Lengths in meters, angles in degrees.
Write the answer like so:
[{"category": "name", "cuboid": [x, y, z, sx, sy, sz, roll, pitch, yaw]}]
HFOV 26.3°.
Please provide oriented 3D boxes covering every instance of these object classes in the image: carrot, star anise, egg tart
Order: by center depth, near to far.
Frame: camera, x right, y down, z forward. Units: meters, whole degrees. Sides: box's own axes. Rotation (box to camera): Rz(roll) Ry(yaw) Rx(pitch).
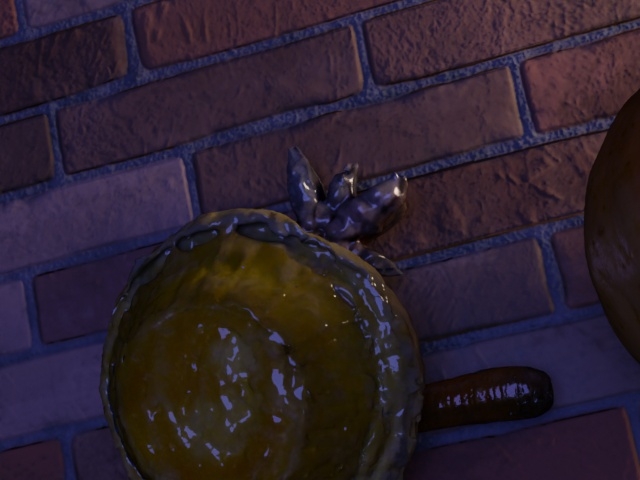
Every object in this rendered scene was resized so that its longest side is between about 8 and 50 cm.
[{"category": "egg tart", "cuboid": [-0.080, 0.161, 1.432, 0.387, 0.169, 0.388, 3, 98, 22]}, {"category": "carrot", "cuboid": [0.157, 0.169, 1.462, 0.186, 0.060, 0.060, -9, 76, 17]}, {"category": "star anise", "cuboid": [0.000, 0.000, 1.522, 0.236, 0.093, 0.229, -25, 74, 12]}]

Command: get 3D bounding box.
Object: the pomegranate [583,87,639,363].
[{"category": "pomegranate", "cuboid": [0.427, 0.021, 1.249, 0.410, 0.410, 0.410, -3, 78, 15]}]
